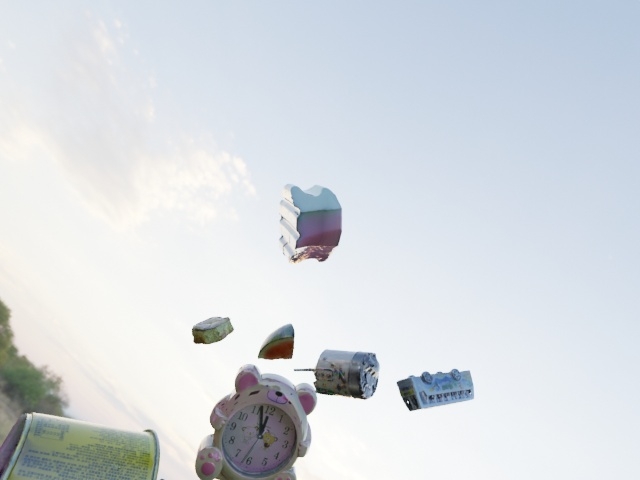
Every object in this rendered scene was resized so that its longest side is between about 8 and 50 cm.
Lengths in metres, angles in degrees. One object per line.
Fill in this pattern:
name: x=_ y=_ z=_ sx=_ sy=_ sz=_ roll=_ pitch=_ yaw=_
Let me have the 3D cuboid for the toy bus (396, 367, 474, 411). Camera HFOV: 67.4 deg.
toy bus: x=0.454 y=0.579 z=1.874 sx=0.109 sy=0.329 sz=0.136 roll=-37 pitch=-124 yaw=51

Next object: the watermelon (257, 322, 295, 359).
watermelon: x=-0.104 y=0.293 z=1.344 sx=0.135 sy=0.125 sz=0.094 roll=-32 pitch=-91 yaw=51

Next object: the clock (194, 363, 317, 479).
clock: x=-0.160 y=0.509 z=1.284 sx=0.283 sy=0.310 sz=0.114 roll=21 pitch=-2 yaw=-7

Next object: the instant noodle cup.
instant noodle cup: x=-0.504 y=0.494 z=0.929 sx=0.254 sy=0.326 sz=0.325 roll=32 pitch=-27 yaw=-27

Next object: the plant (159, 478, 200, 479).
plant: x=-0.418 y=0.829 z=1.521 sx=0.305 sy=0.297 sz=0.261 roll=36 pitch=-53 yaw=-6

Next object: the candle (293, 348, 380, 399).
candle: x=0.061 y=0.520 z=1.891 sx=0.329 sy=0.187 sz=0.188 roll=-2 pitch=-51 yaw=27

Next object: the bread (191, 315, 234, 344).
bread: x=-0.408 y=0.340 z=1.823 sx=0.127 sy=0.140 sz=0.070 roll=-5 pitch=-78 yaw=37

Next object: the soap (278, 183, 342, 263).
soap: x=-0.034 y=-0.041 z=1.187 sx=0.324 sy=0.109 sz=0.193 roll=-139 pitch=-132 yaw=-75
